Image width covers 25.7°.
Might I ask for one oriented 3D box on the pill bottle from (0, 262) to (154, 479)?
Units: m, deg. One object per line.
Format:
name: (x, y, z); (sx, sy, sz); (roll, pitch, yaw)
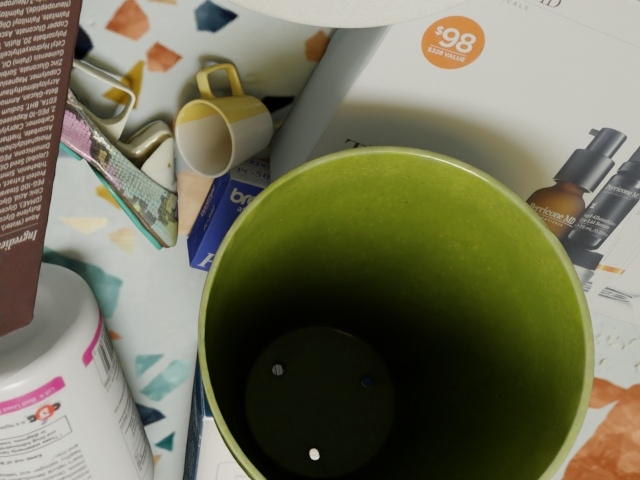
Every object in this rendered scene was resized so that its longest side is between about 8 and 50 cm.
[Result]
pill bottle: (-0.237, 0.172, 1.221); (0.160, 0.160, 0.283); (-12, 128, 1)

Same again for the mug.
mug: (-0.069, -0.093, 1.101); (0.064, 0.062, 0.078); (-24, 139, -46)

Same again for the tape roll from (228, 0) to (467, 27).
tape roll: (-0.011, -0.311, 0.833); (0.392, 0.072, 0.392); (15, 134, 17)

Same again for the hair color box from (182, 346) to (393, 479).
hair color box: (-0.048, 0.260, 1.353); (0.174, 0.105, 0.347); (3, 126, -10)

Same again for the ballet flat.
ballet flat: (-0.166, -0.081, 1.101); (0.079, 0.077, 0.221); (-44, 123, 0)

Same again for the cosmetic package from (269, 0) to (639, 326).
cosmetic package: (0.188, -0.093, 1.107); (0.377, 0.097, 0.284); (17, 128, -20)

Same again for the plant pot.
plant pot: (0.029, 0.104, 1.080); (0.275, 0.275, 0.293); (2, 164, -10)

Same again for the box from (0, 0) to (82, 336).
box: (-0.273, -0.127, 0.909); (0.191, 0.143, 0.381); (25, 117, 24)

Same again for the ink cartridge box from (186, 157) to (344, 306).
ink cartridge box: (0.000, 0.000, 1.198); (0.207, 0.046, 0.097); (16, 122, -19)
